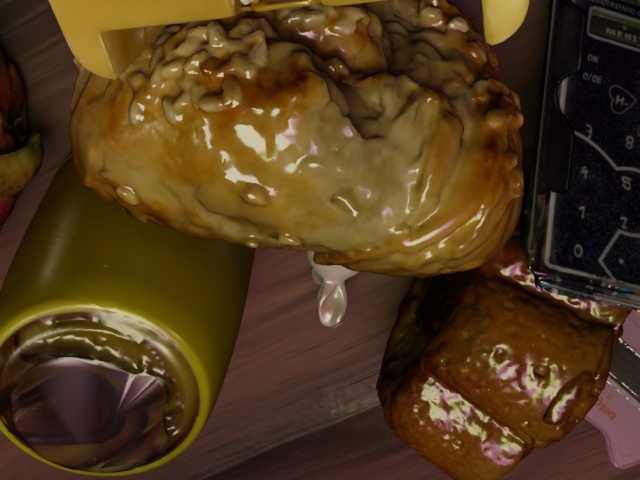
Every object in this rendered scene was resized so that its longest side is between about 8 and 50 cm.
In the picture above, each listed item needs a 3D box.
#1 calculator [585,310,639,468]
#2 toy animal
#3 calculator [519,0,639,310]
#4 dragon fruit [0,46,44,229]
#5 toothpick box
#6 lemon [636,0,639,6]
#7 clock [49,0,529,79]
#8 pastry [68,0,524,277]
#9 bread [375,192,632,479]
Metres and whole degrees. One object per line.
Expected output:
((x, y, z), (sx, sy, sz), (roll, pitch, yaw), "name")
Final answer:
((0.305, 0.058, 0.699), (0.194, 0.043, 0.294), (42, 119, 10), "calculator")
((0.006, -0.003, 0.683), (0.085, 0.071, 0.124), (-30, 116, 14), "toy animal")
((0.231, -0.082, 0.571), (0.165, 0.028, 0.274), (12, 74, -7), "calculator")
((-0.354, -0.034, 0.546), (0.296, 0.263, 0.314), (-34, 115, 16), "dragon fruit")
((-0.137, 0.035, 0.584), (0.174, 0.271, 0.175), (-1, 119, -1), "toothpick box")
((0.301, -0.214, 0.466), (0.258, 0.258, 0.310), (-38, 126, 18), "lemon")
((-0.001, -0.235, 0.415), (0.244, 0.317, 0.200), (0, 123, 13), "clock")
((-0.001, -0.095, 0.526), (0.310, 0.255, 0.162), (11, 122, -14), "pastry")
((0.139, 0.079, 0.638), (0.135, 0.247, 0.232), (28, 118, -5), "bread")
